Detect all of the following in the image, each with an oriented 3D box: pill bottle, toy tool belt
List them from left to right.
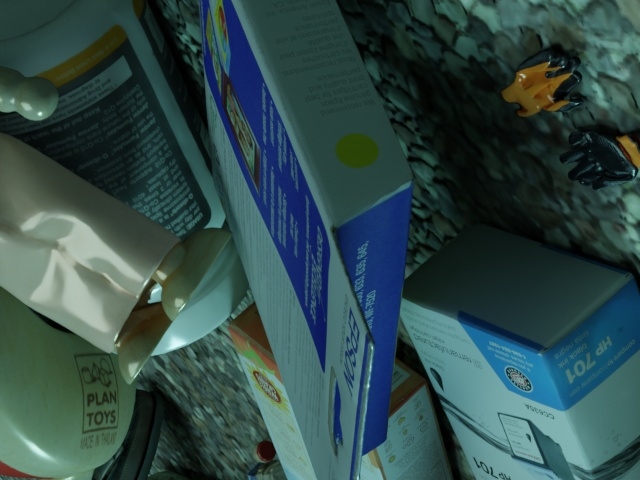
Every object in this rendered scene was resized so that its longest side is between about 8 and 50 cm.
[{"bbox_3d":[-0.160,-0.060,1.342,0.162,0.162,0.278,25,146,48],"label":"pill bottle"},{"bbox_3d":[-0.043,0.220,1.708,0.083,0.052,0.051,56,149,-11],"label":"toy tool belt"}]

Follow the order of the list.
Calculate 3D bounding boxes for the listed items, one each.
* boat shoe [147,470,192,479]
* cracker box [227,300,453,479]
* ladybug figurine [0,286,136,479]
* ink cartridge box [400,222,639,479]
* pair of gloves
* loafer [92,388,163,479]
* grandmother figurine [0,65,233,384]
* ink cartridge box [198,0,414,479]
[{"bbox_3d":[-0.090,0.364,1.862,0.156,0.187,0.500,57,164,-18],"label":"boat shoe"},{"bbox_3d":[0.025,0.151,1.430,0.156,0.067,0.232,35,156,34],"label":"cracker box"},{"bbox_3d":[-0.286,-0.006,1.459,0.305,0.162,0.449,5,-116,-68],"label":"ladybug figurine"},{"bbox_3d":[0.142,0.097,1.109,0.140,0.082,0.190,21,142,52],"label":"ink cartridge box"},{"bbox_3d":[0.133,-0.062,0.968,0.083,0.010,0.074,50,157,-4],"label":"pair of gloves"},{"bbox_3d":[-0.241,0.271,1.908,0.084,0.267,0.096,19,-171,-20],"label":"loafer"},{"bbox_3d":[-0.240,-0.040,1.220,0.342,0.208,0.104,34,-161,-3],"label":"grandmother figurine"},{"bbox_3d":[0.000,0.000,1.099,0.303,0.072,0.307,93,157,-58],"label":"ink cartridge box"}]
